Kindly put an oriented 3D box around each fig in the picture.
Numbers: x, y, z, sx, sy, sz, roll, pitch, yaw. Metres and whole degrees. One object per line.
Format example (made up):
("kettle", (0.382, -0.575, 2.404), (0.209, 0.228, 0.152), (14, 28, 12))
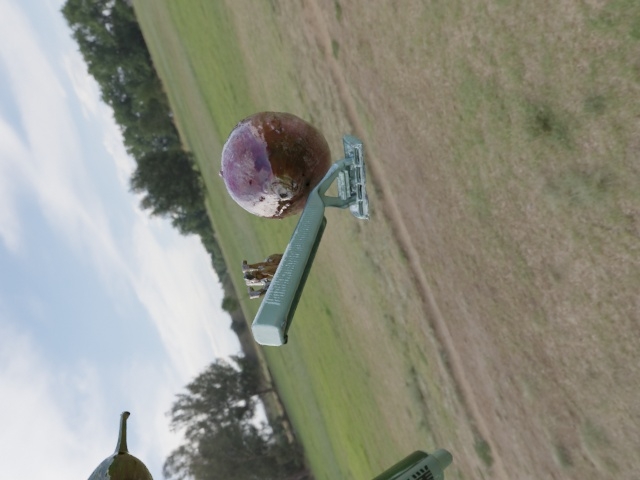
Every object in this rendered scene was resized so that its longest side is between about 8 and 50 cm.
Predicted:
("fig", (-0.373, 0.426, 1.031), (0.149, 0.149, 0.245), (81, 177, -51))

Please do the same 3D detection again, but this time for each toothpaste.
("toothpaste", (0.056, 0.380, 0.754), (0.061, 0.392, 0.098), (-47, 66, 46))

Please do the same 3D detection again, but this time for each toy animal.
("toy animal", (-0.148, 0.095, 1.605), (0.312, 0.158, 0.097), (-146, 41, -77))

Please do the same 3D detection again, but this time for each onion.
("onion", (-0.058, -0.097, 0.746), (0.195, 0.160, 0.159), (-114, 7, -68))

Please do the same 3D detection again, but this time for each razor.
("razor", (-0.011, -0.001, 0.592), (0.277, 0.056, 0.111), (-60, -29, -45))
